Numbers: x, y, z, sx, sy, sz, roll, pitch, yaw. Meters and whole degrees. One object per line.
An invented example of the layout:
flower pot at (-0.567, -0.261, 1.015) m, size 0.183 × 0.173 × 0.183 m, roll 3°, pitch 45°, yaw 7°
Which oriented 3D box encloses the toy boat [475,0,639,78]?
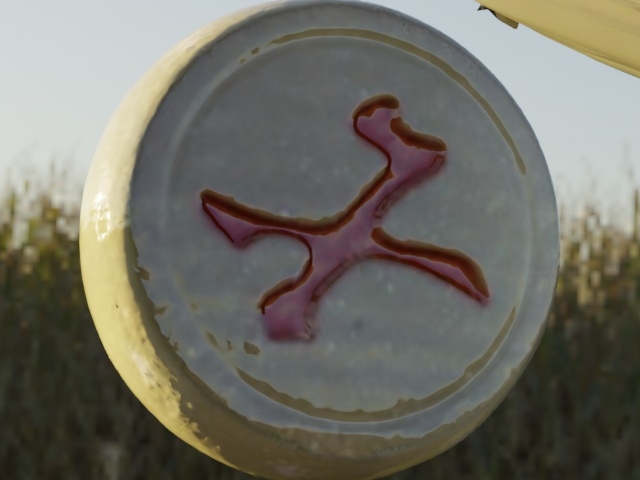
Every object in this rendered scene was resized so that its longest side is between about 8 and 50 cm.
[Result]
toy boat at (0.052, -0.066, 0.411) m, size 0.210 × 0.066 × 0.084 m, roll 25°, pitch -10°, yaw 32°

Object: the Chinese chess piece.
Chinese chess piece at (0.000, 0.000, 1.369) m, size 0.338 × 0.338 × 0.140 m, roll 4°, pitch -9°, yaw -18°
